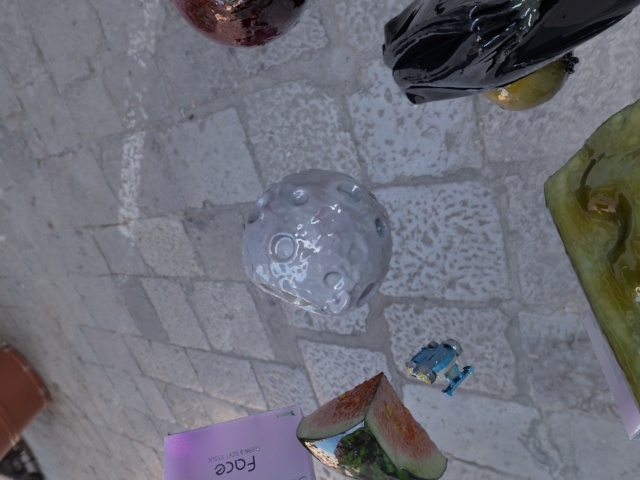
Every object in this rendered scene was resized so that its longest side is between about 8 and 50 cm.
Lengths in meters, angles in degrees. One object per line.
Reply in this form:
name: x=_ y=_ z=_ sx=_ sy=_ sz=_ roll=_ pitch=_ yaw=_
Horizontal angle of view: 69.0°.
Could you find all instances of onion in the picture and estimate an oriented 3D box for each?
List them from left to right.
onion: x=-0.079 y=-0.259 z=0.446 sx=0.159 sy=0.195 sz=0.160 roll=-2 pitch=125 yaw=-3

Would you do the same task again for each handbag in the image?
handbag: x=0.240 y=-0.263 z=0.499 sx=0.342 sy=0.288 sz=0.152 roll=-27 pitch=103 yaw=11

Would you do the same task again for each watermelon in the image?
watermelon: x=0.068 y=0.252 z=0.561 sx=0.145 sy=0.137 sz=0.193 roll=55 pitch=155 yaw=2

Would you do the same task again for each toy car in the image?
toy car: x=0.293 y=0.325 z=1.179 sx=0.098 sy=0.126 sz=0.161 roll=54 pitch=158 yaw=1

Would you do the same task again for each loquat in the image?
loquat: x=0.348 y=-0.307 z=0.812 sx=0.149 sy=0.172 sz=0.204 roll=42 pitch=164 yaw=-18

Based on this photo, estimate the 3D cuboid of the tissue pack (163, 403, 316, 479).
tissue pack: x=-0.138 y=0.389 z=0.802 sx=0.092 sy=0.246 sz=0.149 roll=80 pitch=175 yaw=-52

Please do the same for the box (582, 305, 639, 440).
box: x=0.596 y=0.205 z=0.781 sx=0.203 sy=0.252 sz=0.106 roll=5 pitch=131 yaw=3

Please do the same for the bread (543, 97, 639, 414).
bread: x=0.288 y=0.011 z=0.309 sx=0.196 sy=0.238 sz=0.252 roll=-33 pitch=63 yaw=44

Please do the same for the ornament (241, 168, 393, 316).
ornament: x=0.000 y=0.000 z=1.034 sx=0.337 sy=0.337 sz=0.337 roll=18 pitch=125 yaw=28
